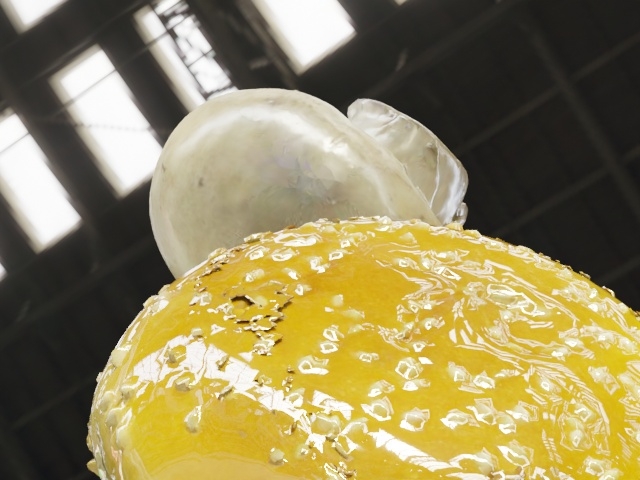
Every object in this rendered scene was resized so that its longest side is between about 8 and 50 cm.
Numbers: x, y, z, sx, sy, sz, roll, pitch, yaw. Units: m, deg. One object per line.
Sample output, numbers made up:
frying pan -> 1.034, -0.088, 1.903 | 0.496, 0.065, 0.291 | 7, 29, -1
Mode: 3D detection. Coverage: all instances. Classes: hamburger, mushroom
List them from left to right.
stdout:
mushroom -> 0.000, 0.000, 1.114 | 0.255, 0.255, 0.184 | 33, -96, 4
hamburger -> 0.024, 0.065, 0.478 | 0.182, 0.191, 0.118 | 8, -63, -16
